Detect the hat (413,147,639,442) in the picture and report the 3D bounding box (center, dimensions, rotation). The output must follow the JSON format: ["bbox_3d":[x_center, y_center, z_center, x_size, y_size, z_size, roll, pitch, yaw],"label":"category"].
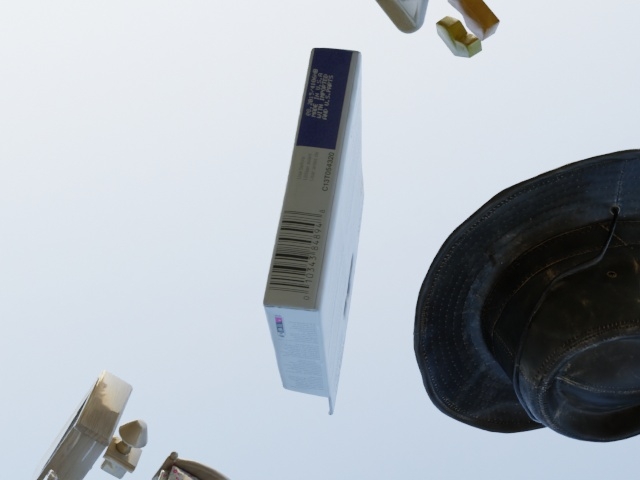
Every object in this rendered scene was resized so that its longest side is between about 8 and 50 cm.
[{"bbox_3d":[0.248,0.077,0.988,0.331,0.331,0.134,-33,-141,2],"label":"hat"}]

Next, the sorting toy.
[{"bbox_3d":[0.094,-0.328,1.349,0.041,0.229,0.307,-34,-102,-13],"label":"sorting toy"}]

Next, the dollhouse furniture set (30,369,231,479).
[{"bbox_3d":[-0.171,0.341,1.454,0.174,0.355,0.303,-54,-170,26],"label":"dollhouse furniture set"}]

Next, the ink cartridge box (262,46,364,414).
[{"bbox_3d":[0.000,0.000,1.404,0.071,0.330,0.324,6,-117,5],"label":"ink cartridge box"}]
